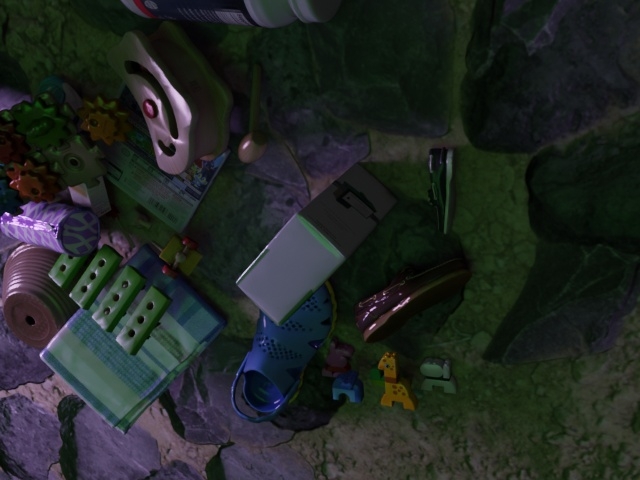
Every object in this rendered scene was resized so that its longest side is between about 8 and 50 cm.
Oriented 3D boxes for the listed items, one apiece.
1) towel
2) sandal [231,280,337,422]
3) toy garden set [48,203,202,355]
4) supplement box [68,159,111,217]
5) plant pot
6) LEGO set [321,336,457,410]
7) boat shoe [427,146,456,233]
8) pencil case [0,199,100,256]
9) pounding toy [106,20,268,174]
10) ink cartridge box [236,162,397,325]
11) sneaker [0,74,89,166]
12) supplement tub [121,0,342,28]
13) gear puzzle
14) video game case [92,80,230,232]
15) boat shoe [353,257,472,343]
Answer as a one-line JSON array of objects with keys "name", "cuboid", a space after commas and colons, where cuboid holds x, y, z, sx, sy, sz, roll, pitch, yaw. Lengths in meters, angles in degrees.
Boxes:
[{"name": "towel", "cuboid": [-0.326, 0.173, 1.449, 0.209, 0.034, 0.285, 44, 96, -3]}, {"name": "sandal", "cuboid": [-0.065, 0.181, 1.352, 0.126, 0.138, 0.317, 23, 120, 13]}, {"name": "toy garden set", "cuboid": [-0.317, 0.043, 1.387, 0.244, 0.049, 0.204, 36, 93, 31]}, {"name": "supplement box", "cuboid": [-0.388, -0.093, 1.380, 0.062, 0.036, 0.098, 29, 139, 32]}, {"name": "plant pot", "cuboid": [-0.495, 0.119, 1.513, 0.237, 0.110, 0.237, 10, 119, 19]}, {"name": "LEGO set", "cuboid": [0.097, 0.205, 1.324, 0.227, 0.087, 0.093, 4, 117, 19]}, {"name": "boat shoe", "cuboid": [0.170, -0.070, 1.177, 0.038, 0.046, 0.125, 6, 115, 20]}, {"name": "pencil case", "cuboid": [-0.458, -0.024, 1.403, 0.206, 0.088, 0.086, 9, 103, 41]}, {"name": "pounding toy", "cuboid": [-0.179, -0.201, 1.227, 0.269, 0.155, 0.154, 53, 142, 11]}, {"name": "ink cartridge box", "cuboid": [0.000, 0.000, 1.182, 0.092, 0.219, 0.160, 43, 123, 1]}, {"name": "sneaker", "cuboid": [-0.480, -0.162, 1.386, 0.275, 0.107, 0.110, -40, 77, 28]}, {"name": "supplement tub", "cuboid": [-0.116, -0.371, 1.054, 0.272, 0.191, 0.191, 9, 118, 18]}, {"name": "gear puzzle", "cuboid": [-0.428, -0.131, 1.280, 0.339, 0.044, 0.175, -17, 125, 20]}, {"name": "video game case", "cuboid": [-0.264, -0.135, 1.338, 0.201, 0.023, 0.183, 37, 124, 2]}, {"name": "boat shoe", "cuboid": [0.131, 0.077, 1.255, 0.207, 0.073, 0.073, -35, 59, 26]}]
